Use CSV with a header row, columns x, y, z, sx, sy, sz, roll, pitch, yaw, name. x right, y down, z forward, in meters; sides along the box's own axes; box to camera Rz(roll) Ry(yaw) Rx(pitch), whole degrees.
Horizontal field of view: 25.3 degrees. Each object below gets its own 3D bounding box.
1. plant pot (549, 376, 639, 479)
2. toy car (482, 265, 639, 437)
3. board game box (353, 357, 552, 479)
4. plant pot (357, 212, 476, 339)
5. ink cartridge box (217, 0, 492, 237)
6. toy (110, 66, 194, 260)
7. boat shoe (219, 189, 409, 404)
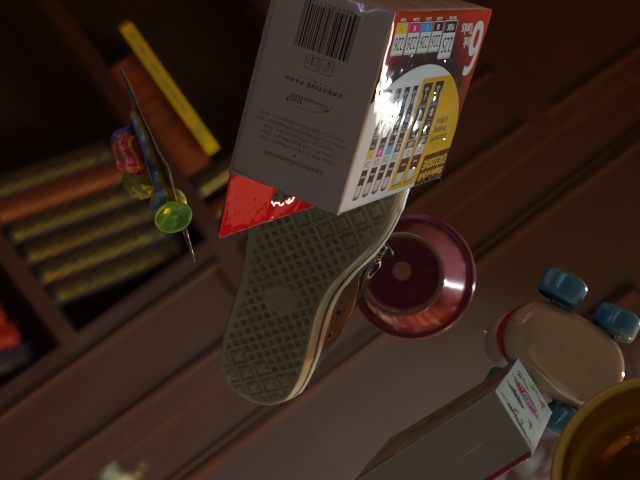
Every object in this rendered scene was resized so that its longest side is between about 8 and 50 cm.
x,y,z,sx,sy,sz,roll,pitch,yaw,name
0.406,0.316,1.707,0.254,0.254,0.239,48,-8,25,plant pot
0.348,0.177,2.258,0.210,0.219,0.238,32,-9,-13,toy car
0.175,0.267,1.847,0.097,0.224,0.303,57,13,4,board game box
0.136,0.055,2.196,0.201,0.201,0.180,52,7,8,plant pot
0.040,-0.128,1.480,0.130,0.272,0.309,22,18,19,ink cartridge box
-0.208,-0.085,1.652,0.237,0.056,0.137,-125,-162,-50,toy
0.000,0.000,1.928,0.187,0.156,0.500,28,-59,10,boat shoe
